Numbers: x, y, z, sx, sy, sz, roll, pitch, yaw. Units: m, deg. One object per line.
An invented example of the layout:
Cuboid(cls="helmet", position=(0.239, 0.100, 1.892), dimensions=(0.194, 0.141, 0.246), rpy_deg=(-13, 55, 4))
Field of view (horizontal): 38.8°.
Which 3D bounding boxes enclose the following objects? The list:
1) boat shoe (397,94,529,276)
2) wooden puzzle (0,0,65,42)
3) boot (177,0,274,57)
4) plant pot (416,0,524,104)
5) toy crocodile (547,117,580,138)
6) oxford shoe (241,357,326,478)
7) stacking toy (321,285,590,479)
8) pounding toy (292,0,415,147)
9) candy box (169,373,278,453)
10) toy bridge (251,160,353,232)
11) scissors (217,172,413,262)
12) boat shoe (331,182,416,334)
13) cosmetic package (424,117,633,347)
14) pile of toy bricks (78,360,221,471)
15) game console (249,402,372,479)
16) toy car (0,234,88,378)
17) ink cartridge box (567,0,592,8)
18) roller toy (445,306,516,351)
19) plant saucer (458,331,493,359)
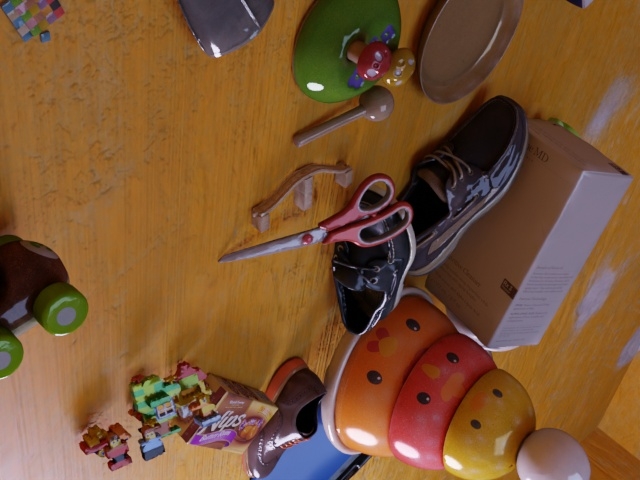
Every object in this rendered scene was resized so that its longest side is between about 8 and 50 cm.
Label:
Cuboid(cls="boat shoe", position=(0.227, -0.092, 1.553), dimensions=(0.355, 0.132, 0.130), rpy_deg=(-58, 149, 10))
Cuboid(cls="wooden puzzle", position=(-0.275, -0.222, 0.868), dimensions=(0.049, 0.006, 0.083), rpy_deg=(-43, 149, -13))
Cuboid(cls="boot", position=(-0.092, -0.310, 0.951), dimensions=(0.189, 0.076, 0.208), rpy_deg=(-37, 143, 4))
Cuboid(cls="plant pot", position=(0.226, -0.322, 1.402), dimensions=(0.236, 0.032, 0.236), rpy_deg=(-33, 144, -28))
Cuboid(cls="toy crocodile", position=(0.499, -0.143, 1.884), dimensions=(0.115, 0.105, 0.340), rpy_deg=(-47, 149, -7))
Cuboid(cls="oxford shoe", position=(-0.068, 0.350, 1.666), dimensions=(0.096, 0.098, 0.271), rpy_deg=(-13, 133, -46))
Cuboid(cls="stacking toy", position=(0.273, 0.315, 1.662), dimensions=(0.350, 0.479, 0.351), rpy_deg=(-31, 132, -42))
Cuboid(cls="pounding toy", position=(0.063, -0.225, 1.213), dimensions=(0.183, 0.110, 0.237), rpy_deg=(-31, 144, -31))
Cuboid(cls="candy box", position=(-0.159, 0.296, 1.534), dimensions=(0.109, 0.053, 0.186), rpy_deg=(-51, 151, 1))
Cuboid(cls="toy bridge", position=(-0.026, -0.076, 1.337), dimensions=(0.188, 0.026, 0.063), rpy_deg=(-29, 141, -32))
Cuboid(cls="scissors", position=(0.000, 0.000, 1.348), dimensions=(0.297, 0.021, 0.109), rpy_deg=(-29, 120, -8))
Cuboid(cls="boat shoe", position=(0.071, 0.046, 1.500), dimensions=(0.113, 0.127, 0.340), rpy_deg=(-49, 161, -28))
Cuboid(cls="cosmetic package", position=(0.376, -0.014, 1.686), dimensions=(0.156, 0.217, 0.385), rpy_deg=(0, 122, -36))
Cuboid(cls="pile of toy bricks", position=(-0.248, 0.241, 1.328), dimensions=(0.212, 0.118, 0.105), rpy_deg=(-20, 106, -28))
Cuboid(cls="game console", position=(-0.006, 0.446, 1.925), dimensions=(0.293, 0.173, 0.250), rpy_deg=(-43, 180, -12))
Cuboid(cls="toy car", position=(-0.346, 0.015, 0.906), dimensions=(0.149, 0.155, 0.188), rpy_deg=(-36, 134, -23))
Cuboid(cls="ink cartridge box", position=(0.499, -0.591, 1.443), dimensions=(0.330, 0.071, 0.324), rpy_deg=(-45, 149, -8))
Cuboid(cls="roller toy", position=(0.368, 0.131, 1.924), dimensions=(0.191, 0.209, 0.146), rpy_deg=(-25, 153, 14))
Cuboid(cls="plant saucer", position=(0.295, 0.332, 2.093), dimensions=(0.277, 0.041, 0.278), rpy_deg=(-10, 105, -38))
